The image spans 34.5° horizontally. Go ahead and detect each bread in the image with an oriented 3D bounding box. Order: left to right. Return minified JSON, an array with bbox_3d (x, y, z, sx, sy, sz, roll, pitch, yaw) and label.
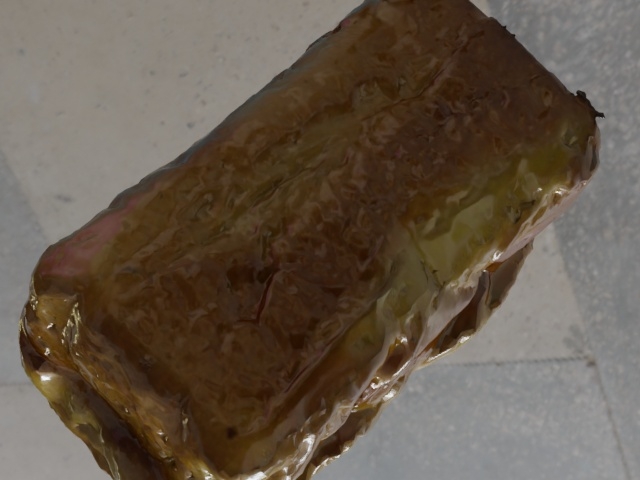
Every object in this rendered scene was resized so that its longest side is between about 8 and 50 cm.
[{"bbox_3d":[0.001,0.005,0.598,0.195,0.344,0.149,46,153,7],"label":"bread"}]
